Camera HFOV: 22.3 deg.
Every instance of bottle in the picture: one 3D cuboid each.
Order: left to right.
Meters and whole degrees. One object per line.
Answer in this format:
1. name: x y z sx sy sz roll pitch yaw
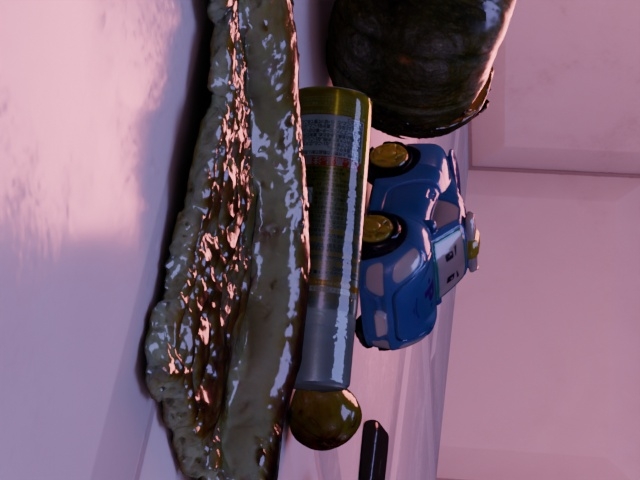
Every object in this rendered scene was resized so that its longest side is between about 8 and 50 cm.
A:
1. bottle: 0.000 0.000 1.546 0.082 0.082 0.286 55 38 -76

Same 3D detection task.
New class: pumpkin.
1. pumpkin: 0.118 -0.261 1.774 0.320 0.192 0.320 15 90 -88

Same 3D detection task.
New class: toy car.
1. toy car: 0.127 0.011 2.152 0.314 0.166 0.198 -75 162 -50

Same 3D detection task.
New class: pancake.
1. pancake: -0.056 -0.011 1.228 0.305 0.067 0.426 63 33 -70

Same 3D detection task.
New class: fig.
1. fig: 0.001 0.168 1.669 0.084 0.082 0.098 27 42 -43

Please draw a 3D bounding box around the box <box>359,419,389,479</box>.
1. box: 0.075 0.331 2.372 0.125 0.027 0.126 60 36 -70
